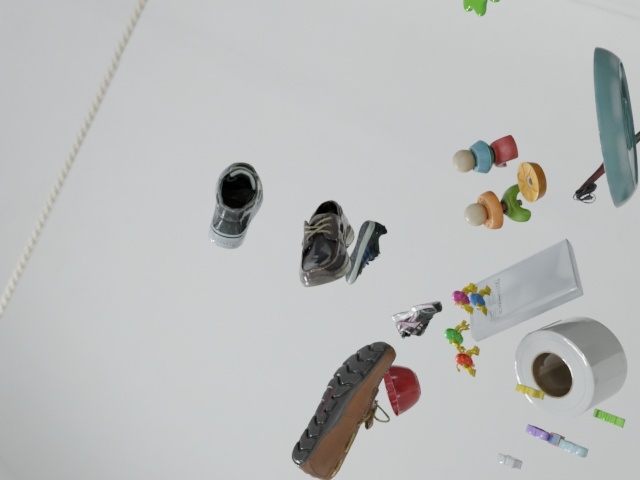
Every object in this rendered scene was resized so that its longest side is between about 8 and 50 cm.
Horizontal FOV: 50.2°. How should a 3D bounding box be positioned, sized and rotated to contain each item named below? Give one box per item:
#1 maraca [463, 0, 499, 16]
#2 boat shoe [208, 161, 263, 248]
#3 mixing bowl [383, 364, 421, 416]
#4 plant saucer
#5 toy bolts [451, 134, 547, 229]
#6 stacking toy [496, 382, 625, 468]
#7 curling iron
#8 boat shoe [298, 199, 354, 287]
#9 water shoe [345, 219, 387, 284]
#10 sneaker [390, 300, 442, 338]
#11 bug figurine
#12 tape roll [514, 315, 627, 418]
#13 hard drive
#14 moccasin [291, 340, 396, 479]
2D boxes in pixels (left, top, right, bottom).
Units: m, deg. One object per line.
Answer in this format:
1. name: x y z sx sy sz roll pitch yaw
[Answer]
1. maraca: 0.230 -0.436 1.034 0.099 0.185 0.127 -13 173 -18
2. boat shoe: -0.183 -0.112 1.592 0.121 0.119 0.335 16 -148 -12
3. mixing bowl: 0.281 0.497 2.319 0.098 0.181 0.181 -14 -170 -6
4. plant saucer: 0.580 -0.222 1.331 0.044 0.317 0.318 -6 166 29
5. toy bolts: 0.432 -0.155 1.709 0.159 0.228 0.218 -14 164 -10
6. stacking toy: 0.464 0.392 1.342 0.052 0.166 0.221 24 172 -43
7. curling iron: 0.808 -0.207 1.884 0.035 0.274 0.068 28 -159 -34
8. boat shoe: 0.000 0.000 1.687 0.355 0.132 0.130 -77 -32 -68
9. water shoe: 0.136 0.043 1.995 0.080 0.203 0.073 16 -167 -17
10. sneaker: 0.266 0.214 1.820 0.072 0.077 0.178 -9 165 -32
11. bug figurine: 0.425 0.246 1.997 0.072 0.279 0.216 3 155 34
12. tape roll: 0.679 0.343 1.863 0.169 0.246 0.246 -13 -151 -36
13. hard drive: 0.619 0.153 2.098 0.047 0.353 0.233 45 -148 -23
14. moccasin: 0.083 0.430 1.724 0.147 0.380 0.139 34 168 -24
